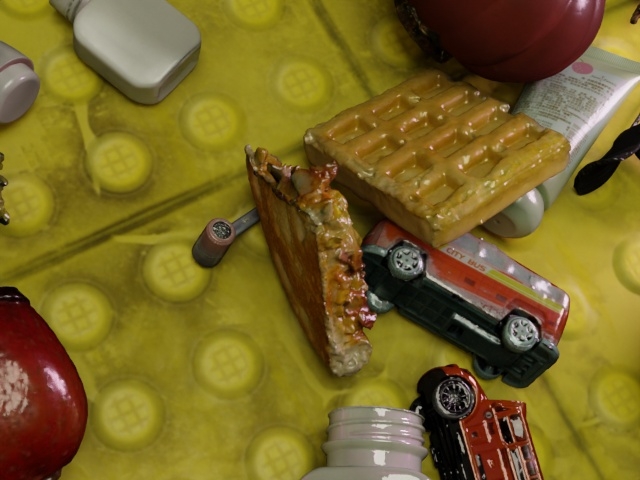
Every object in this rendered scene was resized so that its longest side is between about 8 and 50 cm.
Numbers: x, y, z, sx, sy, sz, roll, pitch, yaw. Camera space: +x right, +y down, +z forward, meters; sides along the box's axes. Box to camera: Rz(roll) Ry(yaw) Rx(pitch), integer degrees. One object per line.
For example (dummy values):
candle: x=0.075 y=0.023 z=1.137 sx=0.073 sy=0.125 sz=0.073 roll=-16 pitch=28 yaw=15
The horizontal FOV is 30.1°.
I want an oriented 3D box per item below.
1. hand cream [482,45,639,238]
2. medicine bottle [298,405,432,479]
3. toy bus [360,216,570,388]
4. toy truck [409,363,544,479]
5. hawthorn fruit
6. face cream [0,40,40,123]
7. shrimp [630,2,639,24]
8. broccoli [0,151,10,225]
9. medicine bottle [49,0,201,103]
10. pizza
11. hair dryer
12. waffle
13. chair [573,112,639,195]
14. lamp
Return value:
hand cream: x=0.291 y=-0.140 z=1.514 sx=0.147 sy=0.093 sz=0.305 roll=23 pitch=65 yaw=23
medicine bottle: x=0.051 y=0.344 z=1.267 sx=0.179 sy=0.124 sz=0.324 roll=-2 pitch=67 yaw=17
toy bus: x=0.163 y=0.059 z=1.409 sx=0.265 sy=0.121 sz=0.119 roll=31 pitch=59 yaw=1
toy truck: x=0.187 y=0.262 z=1.341 sx=0.114 sy=0.107 sz=0.252 roll=-9 pitch=74 yaw=-16
hawthorn fruit: x=-0.339 y=0.178 z=1.217 sx=0.215 sy=0.215 sz=0.249 roll=-42 pitch=91 yaw=-21
face cream: x=-0.387 y=-0.191 z=1.397 sx=0.095 sy=0.091 sz=0.091 roll=38 pitch=68 yaw=12
shrimp: x=0.467 y=-0.402 z=1.673 sx=0.144 sy=0.052 sz=0.251 roll=26 pitch=59 yaw=10
broccoli: x=-0.498 y=-0.067 z=1.236 sx=0.334 sy=0.272 sz=0.323 roll=-5 pitch=67 yaw=20
medicine bottle: x=-0.243 y=-0.259 z=1.462 sx=0.183 sy=0.069 sz=0.119 roll=39 pitch=69 yaw=3
pizza: x=0.000 y=0.000 z=1.330 sx=0.081 sy=0.228 sz=0.289 roll=-19 pitch=75 yaw=-15
hair dryer: x=-0.099 y=-0.017 z=1.414 sx=0.114 sy=0.063 sz=0.037 roll=-36 pitch=82 yaw=-36
waffle: x=0.136 y=-0.105 z=1.421 sx=0.221 sy=0.055 sz=0.248 roll=-30 pitch=45 yaw=-24
chair: x=0.450 y=-0.113 z=1.515 sx=0.145 sy=0.140 sz=0.221 roll=44 pitch=70 yaw=7
lamp: x=0.220 y=-0.340 z=1.479 sx=0.303 sy=0.257 sz=0.303 roll=36 pitch=33 yaw=-29
